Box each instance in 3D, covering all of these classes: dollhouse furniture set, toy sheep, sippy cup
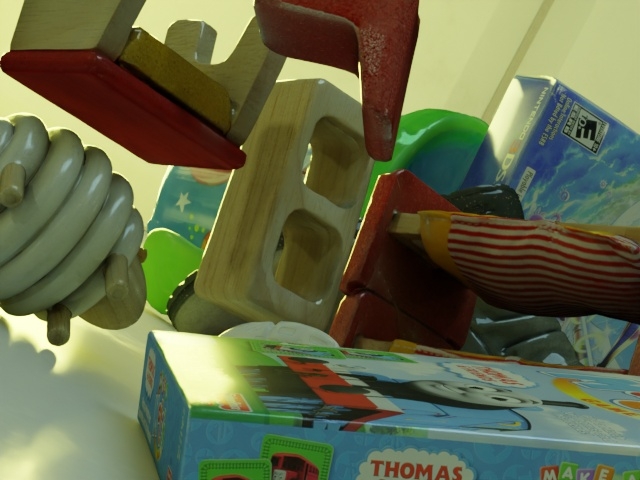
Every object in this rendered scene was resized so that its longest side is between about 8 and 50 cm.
[{"bbox_3d":[0.040,0.006,0.726,0.201,0.152,0.374,4,-19,41],"label":"dollhouse furniture set"},{"bbox_3d":[-0.122,-0.010,0.647,0.132,0.091,0.091,49,-11,-26],"label":"toy sheep"},{"bbox_3d":[0.000,0.000,1.178,0.224,0.240,0.305,15,-18,35],"label":"sippy cup"}]

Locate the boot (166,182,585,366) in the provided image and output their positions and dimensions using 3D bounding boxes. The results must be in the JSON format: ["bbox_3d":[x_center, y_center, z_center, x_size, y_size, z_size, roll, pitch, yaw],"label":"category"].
[{"bbox_3d":[0.039,0.067,0.947,0.083,0.246,0.161,93,-19,-68],"label":"boot"}]

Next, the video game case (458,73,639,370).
[{"bbox_3d":[0.184,0.058,1.095,0.244,0.269,0.061,29,-5,-28],"label":"video game case"}]

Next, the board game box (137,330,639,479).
[{"bbox_3d":[0.052,0.066,0.499,0.211,0.039,0.160,7,3,-11],"label":"board game box"}]

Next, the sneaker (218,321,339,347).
[{"bbox_3d":[0.012,0.090,0.700,0.158,0.061,0.065,21,-36,25],"label":"sneaker"}]
